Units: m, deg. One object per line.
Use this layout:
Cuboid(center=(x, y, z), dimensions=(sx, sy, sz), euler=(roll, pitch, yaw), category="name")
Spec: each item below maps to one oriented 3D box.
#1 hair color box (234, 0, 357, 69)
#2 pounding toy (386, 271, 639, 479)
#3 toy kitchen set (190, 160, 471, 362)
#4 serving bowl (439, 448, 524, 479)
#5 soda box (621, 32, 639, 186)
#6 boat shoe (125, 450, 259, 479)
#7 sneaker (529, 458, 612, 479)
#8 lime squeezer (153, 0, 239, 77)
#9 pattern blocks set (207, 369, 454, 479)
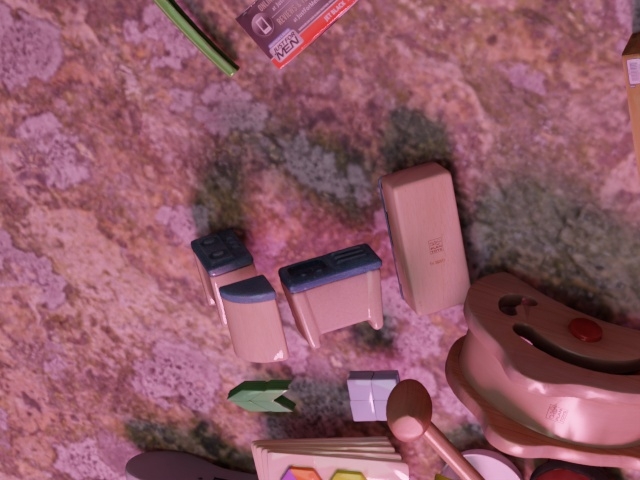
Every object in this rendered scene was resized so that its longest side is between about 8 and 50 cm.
Cuboid(center=(0.011, -0.199, 1.008), dimensions=(0.093, 0.167, 0.053), euler=(-38, 97, 32), category="hair color box")
Cuboid(center=(0.181, 0.133, 1.121), dimensions=(0.270, 0.154, 0.154), euler=(9, 121, -8), category="pounding toy")
Cuboid(center=(0.000, 0.000, 1.174), dimensions=(0.207, 0.166, 0.122), euler=(-16, 113, -12), category="toy kitchen set")
Cuboid(center=(0.153, 0.226, 1.241), dimensions=(0.083, 0.027, 0.083), euler=(10, 120, 17), category="serving bowl")
Cuboid(center=(0.276, -0.069, 1.030), dimensions=(0.058, 0.061, 0.181), euler=(-4, 113, 22), category="soda box")
Cuboid(center=(-0.112, 0.273, 1.345), dimensions=(0.183, 0.065, 0.083), euler=(11, 116, 15), category="boat shoe")
Cuboid(center=(0.242, 0.329, 1.192), dimensions=(0.098, 0.135, 0.276), euler=(-9, 106, 26), category="sneaker")
Cuboid(center=(-0.150, -0.279, 1.111), dimensions=(0.110, 0.059, 0.310), euler=(-13, 110, -6), category="lime squeezer")
Cuboid(center=(0.014, 0.268, 1.264), dimensions=(0.285, 0.026, 0.324), euler=(-12, 112, 19), category="pattern blocks set")
